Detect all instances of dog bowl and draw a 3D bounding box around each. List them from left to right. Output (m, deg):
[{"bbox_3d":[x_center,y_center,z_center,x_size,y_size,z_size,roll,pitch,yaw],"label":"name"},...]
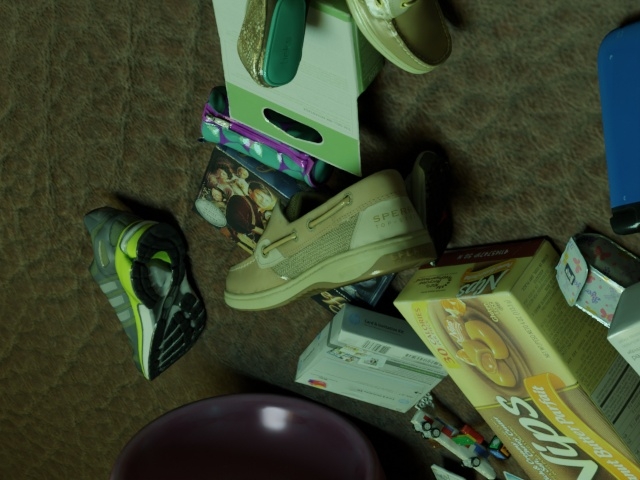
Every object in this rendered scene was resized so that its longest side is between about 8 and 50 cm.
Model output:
[{"bbox_3d":[-0.092,0.346,2.340,0.408,0.408,0.150,19,128,31],"label":"dog bowl"}]

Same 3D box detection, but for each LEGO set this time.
[{"bbox_3d":[0.208,0.271,2.235,0.182,0.060,0.244,22,158,28],"label":"LEGO set"}]

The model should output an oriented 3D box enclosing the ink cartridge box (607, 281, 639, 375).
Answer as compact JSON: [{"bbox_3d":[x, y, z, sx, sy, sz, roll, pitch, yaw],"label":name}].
[{"bbox_3d":[0.382,0.108,1.712,0.139,0.082,0.191,-30,109,39],"label":"ink cartridge box"}]

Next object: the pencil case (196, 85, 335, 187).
[{"bbox_3d":[-0.055,-0.109,1.952,0.151,0.070,0.064,24,106,23],"label":"pencil case"}]

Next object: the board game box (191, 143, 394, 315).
[{"bbox_3d":[-0.025,-0.013,2.081,0.243,0.042,0.165,36,151,5],"label":"board game box"}]

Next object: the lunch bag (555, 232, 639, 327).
[{"bbox_3d":[0.270,0.037,1.803,0.083,0.053,0.071,36,146,13],"label":"lunch bag"}]

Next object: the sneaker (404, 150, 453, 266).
[{"bbox_3d":[0.091,-0.037,1.896,0.075,0.057,0.161,20,150,20],"label":"sneaker"}]

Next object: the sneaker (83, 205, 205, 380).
[{"bbox_3d":[-0.231,0.062,2.384,0.121,0.111,0.300,34,147,30],"label":"sneaker"}]

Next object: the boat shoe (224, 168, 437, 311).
[{"bbox_3d":[0.000,0.000,1.940,0.341,0.121,0.110,-18,88,55],"label":"boat shoe"}]

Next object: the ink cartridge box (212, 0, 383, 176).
[{"bbox_3d":[-0.021,-0.184,1.819,0.171,0.056,0.235,26,150,23],"label":"ink cartridge box"}]

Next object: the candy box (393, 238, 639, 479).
[{"bbox_3d":[0.241,0.145,1.954,0.183,0.087,0.316,-7,129,52],"label":"candy box"}]

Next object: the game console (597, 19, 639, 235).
[{"bbox_3d":[0.386,-0.070,1.479,0.293,0.173,0.250,-13,78,54],"label":"game console"}]

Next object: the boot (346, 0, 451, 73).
[{"bbox_3d":[0.093,-0.239,1.586,0.165,0.077,0.213,-1,127,48],"label":"boot"}]

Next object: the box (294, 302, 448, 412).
[{"bbox_3d":[0.066,0.139,2.145,0.145,0.038,0.186,17,153,-10],"label":"box"}]

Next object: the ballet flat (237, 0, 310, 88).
[{"bbox_3d":[-0.037,-0.242,1.676,0.067,0.073,0.206,38,118,44],"label":"ballet flat"}]
